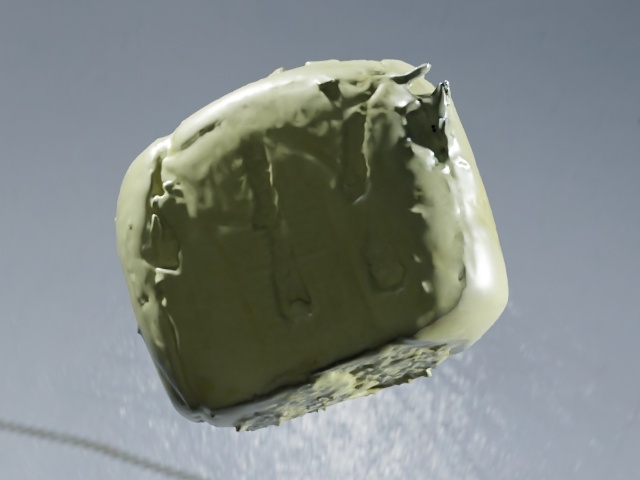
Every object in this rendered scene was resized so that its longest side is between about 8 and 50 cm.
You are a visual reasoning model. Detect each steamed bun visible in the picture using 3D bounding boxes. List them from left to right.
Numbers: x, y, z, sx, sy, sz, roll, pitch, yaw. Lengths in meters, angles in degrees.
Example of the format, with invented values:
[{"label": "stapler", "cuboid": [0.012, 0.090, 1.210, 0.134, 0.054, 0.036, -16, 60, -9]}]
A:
[{"label": "steamed bun", "cuboid": [0.000, 0.000, 1.351, 0.273, 0.166, 0.232, -24, 77, 13]}]
